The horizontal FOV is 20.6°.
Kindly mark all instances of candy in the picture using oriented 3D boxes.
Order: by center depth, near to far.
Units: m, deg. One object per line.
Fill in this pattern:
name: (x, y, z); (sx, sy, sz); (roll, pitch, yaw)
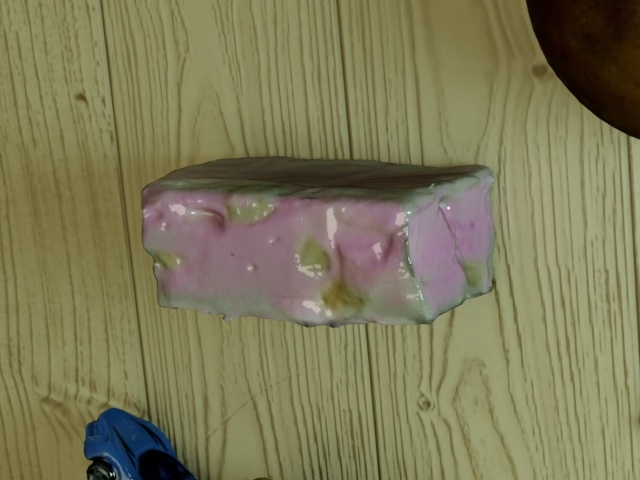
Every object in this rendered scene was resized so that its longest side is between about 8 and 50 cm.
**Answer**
candy: (0.000, 0.000, 1.427); (0.265, 0.155, 0.115); (4, 102, 31)

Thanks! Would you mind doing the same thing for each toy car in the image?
toy car: (-0.141, 0.248, 1.618); (0.063, 0.103, 0.216); (-31, 86, 25)

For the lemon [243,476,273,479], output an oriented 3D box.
lemon: (-0.019, 0.358, 1.468); (0.268, 0.268, 0.321); (-7, 89, 34)

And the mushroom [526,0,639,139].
mushroom: (0.257, -0.192, 1.188); (0.263, 0.195, 0.283); (44, 122, 22)
